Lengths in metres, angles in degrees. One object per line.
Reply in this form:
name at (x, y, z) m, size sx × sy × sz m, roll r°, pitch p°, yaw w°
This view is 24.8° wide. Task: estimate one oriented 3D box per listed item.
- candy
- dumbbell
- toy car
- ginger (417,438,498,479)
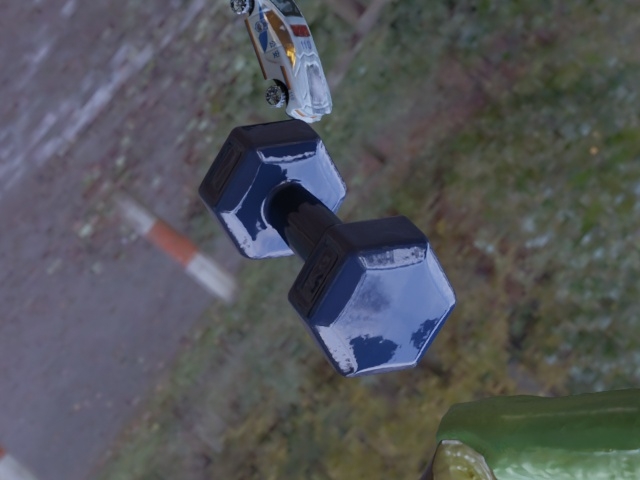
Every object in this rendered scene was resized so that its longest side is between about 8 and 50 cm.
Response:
candy at (0.309, 0.255, 1.826) m, size 0.343 × 0.132 × 0.142 m, roll -8°, pitch -172°, yaw 38°
dumbbell at (0.000, 0.000, 1.463) m, size 0.144 × 0.325 × 0.160 m, roll -34°, pitch 127°, yaw -8°
toy car at (-0.045, -0.233, 1.700) m, size 0.056 × 0.205 × 0.095 m, roll -22°, pitch 176°, yaw 28°
ginger at (0.079, 0.308, 1.375) m, size 0.116 × 0.109 × 0.263 m, roll 3°, pitch 127°, yaw -45°
